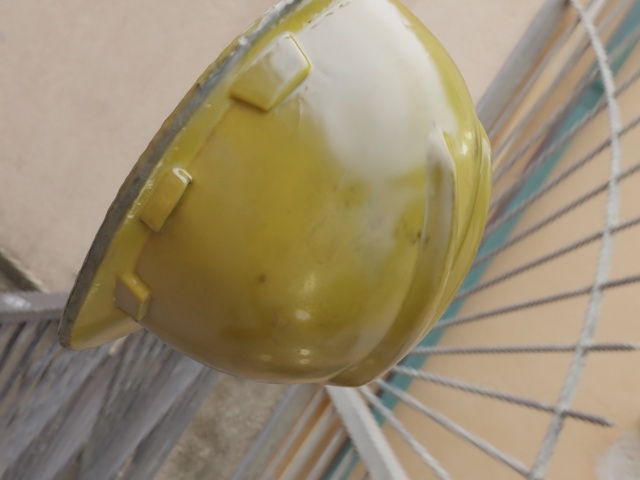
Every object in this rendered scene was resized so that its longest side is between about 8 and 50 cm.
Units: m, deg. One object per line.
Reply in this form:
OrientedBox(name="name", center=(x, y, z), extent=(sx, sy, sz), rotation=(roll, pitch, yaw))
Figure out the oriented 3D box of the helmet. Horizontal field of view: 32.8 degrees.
OrientedBox(name="helmet", center=(0.000, 0.000, 0.544), extent=(0.140, 0.257, 0.205), rotation=(41, 25, 12))
